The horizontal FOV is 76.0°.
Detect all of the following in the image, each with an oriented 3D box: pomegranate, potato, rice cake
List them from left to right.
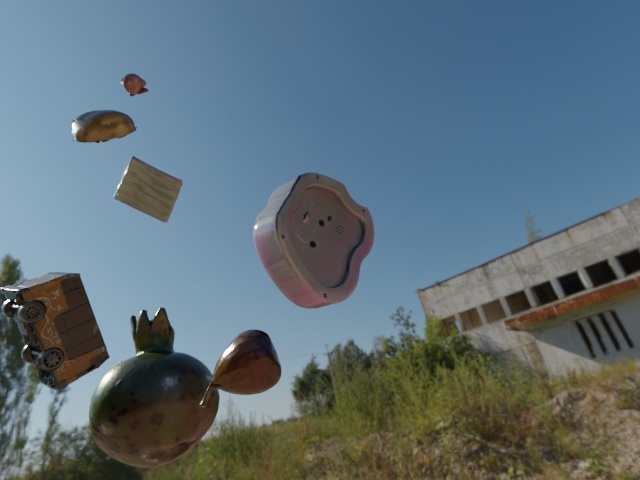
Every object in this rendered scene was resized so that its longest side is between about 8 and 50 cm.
[{"bbox_3d":[-0.855,-0.443,1.590,0.244,0.138,0.098,-17,-53,-13],"label":"potato"},{"bbox_3d":[-0.356,0.300,0.841,0.242,0.305,0.242,-33,-11,-8],"label":"pomegranate"},{"bbox_3d":[-0.609,-0.178,1.460,0.198,0.037,0.189,21,-80,-34],"label":"rice cake"}]

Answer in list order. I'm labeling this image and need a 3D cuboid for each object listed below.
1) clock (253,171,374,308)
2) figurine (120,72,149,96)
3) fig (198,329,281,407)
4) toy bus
[{"bbox_3d":[0.000,0.000,1.043,0.339,0.338,0.102,6,-18,-39],"label":"clock"},{"bbox_3d":[-0.644,-0.540,1.416,0.084,0.067,0.071,-10,-60,8],"label":"figurine"},{"bbox_3d":[-0.119,0.182,0.575,0.125,0.088,0.089,-25,-22,-10],"label":"fig"},{"bbox_3d":[-0.797,0.264,1.244,0.162,0.323,0.194,-2,17,35],"label":"toy bus"}]
